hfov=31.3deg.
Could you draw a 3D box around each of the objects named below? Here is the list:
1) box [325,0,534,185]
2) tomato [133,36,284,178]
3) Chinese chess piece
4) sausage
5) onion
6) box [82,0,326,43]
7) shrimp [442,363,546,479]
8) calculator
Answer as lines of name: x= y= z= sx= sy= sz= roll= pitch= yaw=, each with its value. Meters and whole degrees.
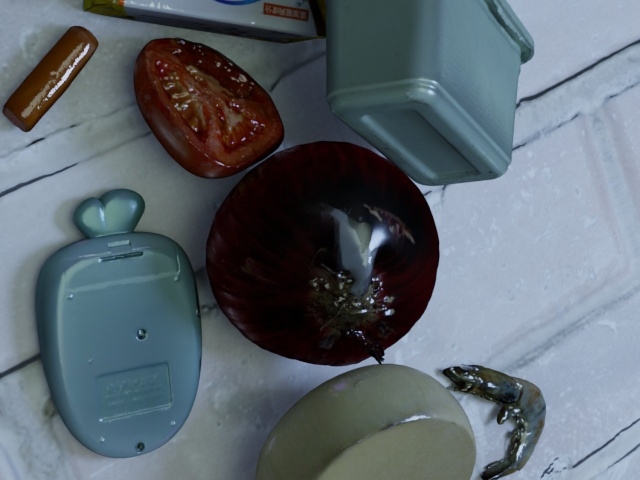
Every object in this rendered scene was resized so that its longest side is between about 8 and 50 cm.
box: x=0.119 y=-0.188 z=1.284 sx=0.312 sy=0.175 sz=0.182 roll=33 pitch=56 yaw=-57
tomato: x=-0.137 y=-0.142 z=1.270 sx=0.174 sy=0.082 sz=0.166 roll=52 pitch=39 yaw=0
Chinese chess piece: x=0.053 y=0.267 z=1.332 sx=0.273 sy=0.102 sz=0.273 roll=-18 pitch=131 yaw=-22
sausage: x=-0.283 y=-0.174 z=1.209 sx=0.039 sy=0.041 sz=0.131 roll=36 pitch=74 yaw=-4
onion: x=0.000 y=0.000 z=1.309 sx=0.273 sy=0.285 sz=0.273 roll=-6 pitch=127 yaw=-8
box: x=-0.119 y=-0.316 z=1.264 sx=0.265 sy=0.097 sz=0.168 roll=5 pitch=90 yaw=-30
shrimp: x=0.226 y=0.247 z=1.533 sx=0.195 sy=0.035 sz=0.147 roll=23 pitch=84 yaw=-30
calculator: x=-0.218 y=0.093 z=1.259 sx=0.186 sy=0.041 sz=0.298 roll=-8 pitch=98 yaw=-30
